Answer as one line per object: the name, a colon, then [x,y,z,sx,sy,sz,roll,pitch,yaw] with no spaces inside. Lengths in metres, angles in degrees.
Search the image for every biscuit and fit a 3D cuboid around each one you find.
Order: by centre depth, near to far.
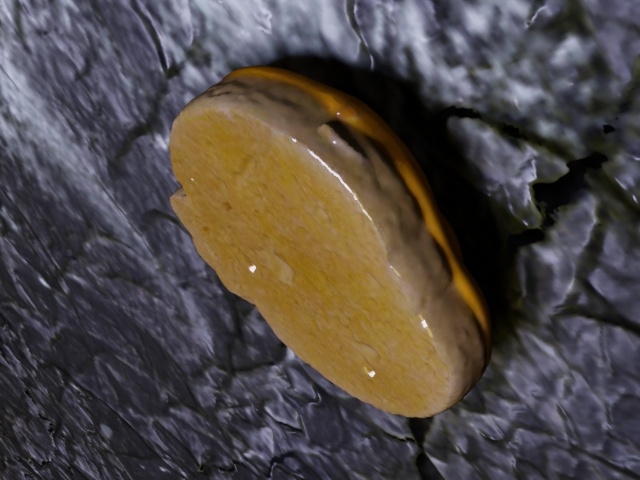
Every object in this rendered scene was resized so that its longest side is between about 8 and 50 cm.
biscuit: [0.003,-0.002,0.479,0.170,0.050,0.170,36,151,24]
